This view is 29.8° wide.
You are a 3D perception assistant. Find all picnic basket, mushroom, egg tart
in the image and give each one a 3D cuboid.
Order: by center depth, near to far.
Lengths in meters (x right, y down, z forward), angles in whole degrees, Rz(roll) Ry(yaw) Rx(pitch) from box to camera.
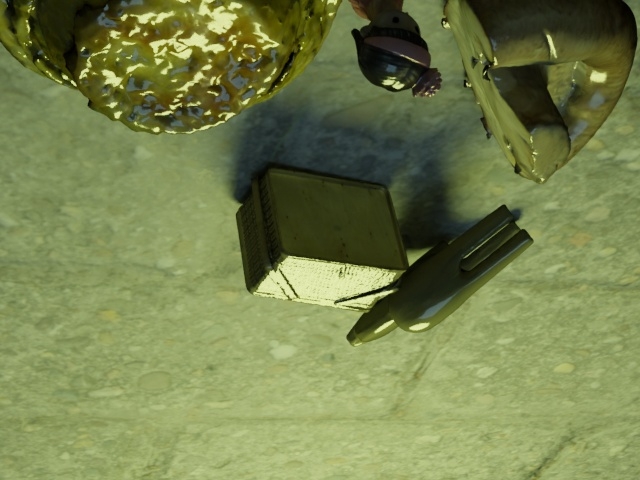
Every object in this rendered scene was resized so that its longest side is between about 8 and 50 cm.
[{"bbox_3d":[-0.116,-0.176,0.939,0.294,0.123,0.294,-9,147,-6],"label":"egg tart"},{"bbox_3d":[0.205,-0.158,1.047,0.151,0.156,0.285,-28,156,4],"label":"mushroom"},{"bbox_3d":[0.000,0.000,1.228,0.164,0.115,0.079,10,142,-27],"label":"picnic basket"}]

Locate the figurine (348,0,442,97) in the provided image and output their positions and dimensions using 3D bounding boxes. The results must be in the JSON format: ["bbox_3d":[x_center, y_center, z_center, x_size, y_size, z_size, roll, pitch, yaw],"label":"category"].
[{"bbox_3d":[0.055,-0.172,0.986,0.054,0.129,0.072,-37,138,26],"label":"figurine"}]

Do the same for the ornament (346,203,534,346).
[{"bbox_3d":[0.119,0.050,1.330,0.245,0.061,0.230,-39,180,8],"label":"ornament"}]
